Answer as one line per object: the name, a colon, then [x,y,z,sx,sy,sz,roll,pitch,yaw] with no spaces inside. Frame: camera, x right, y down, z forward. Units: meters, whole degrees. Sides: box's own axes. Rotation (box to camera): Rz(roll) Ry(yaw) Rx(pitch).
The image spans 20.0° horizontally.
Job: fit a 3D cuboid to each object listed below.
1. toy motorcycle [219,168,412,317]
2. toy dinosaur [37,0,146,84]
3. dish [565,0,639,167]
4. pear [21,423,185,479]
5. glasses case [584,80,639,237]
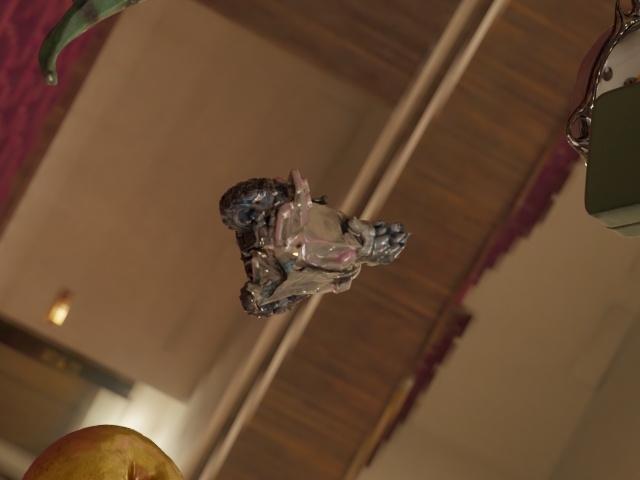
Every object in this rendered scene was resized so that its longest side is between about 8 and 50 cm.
toy motorcycle: [-0.001,-0.005,1.990,0.239,0.204,0.108,83,-7,-70]
toy dinosaur: [-0.187,-0.262,1.677,0.292,0.120,0.079,-40,153,-33]
dish: [0.419,-0.171,2.312,0.303,0.303,0.120,-63,-155,-8]
pear: [-0.219,0.268,1.766,0.178,0.178,0.178,-59,-170,17]
glasses case: [0.222,-0.056,0.935,0.184,0.039,0.077,-14,-121,43]
